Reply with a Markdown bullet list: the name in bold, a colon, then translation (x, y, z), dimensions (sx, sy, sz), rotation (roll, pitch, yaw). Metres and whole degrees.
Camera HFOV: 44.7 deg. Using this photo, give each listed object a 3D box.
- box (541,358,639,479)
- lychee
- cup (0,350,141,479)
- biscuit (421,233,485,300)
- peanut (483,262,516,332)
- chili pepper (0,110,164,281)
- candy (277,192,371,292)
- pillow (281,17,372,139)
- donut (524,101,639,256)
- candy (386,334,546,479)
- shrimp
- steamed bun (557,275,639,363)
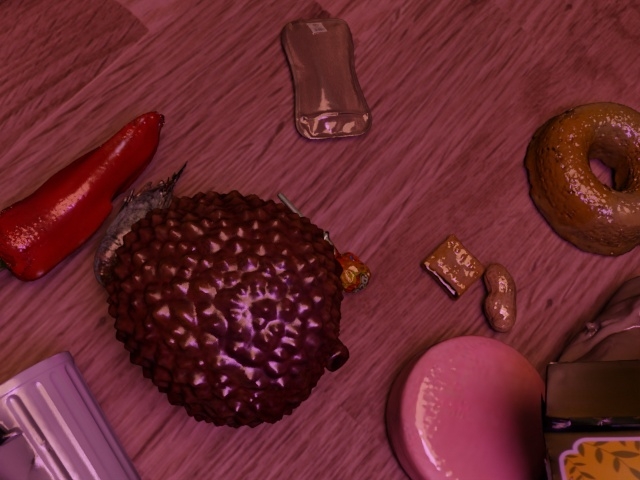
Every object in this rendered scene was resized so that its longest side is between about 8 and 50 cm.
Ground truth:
- **box**: translation (0.485, 0.345, 0.960), dimensions (0.372, 0.138, 0.420), rotation (-6, 114, 20)
- **lychee**: translation (-0.112, 0.084, 1.007), dimensions (0.330, 0.306, 0.306), rotation (24, 69, -11)
- **cup**: translation (-0.350, 0.272, 0.946), dimensions (0.202, 0.167, 0.221), rotation (56, 37, 3)
- **biscuit**: translation (0.213, 0.043, 1.243), dimensions (0.083, 0.018, 0.081), rotation (47, 69, 2)
- **peanut**: translation (0.283, 0.090, 1.229), dimensions (0.053, 0.054, 0.113), rotation (5, 70, -12)
- **chili pepper**: translation (-0.353, -0.047, 1.087), dimensions (0.110, 0.110, 0.387), rotation (43, 67, 2)
- **candy**: translation (0.000, 0.000, 1.195), dimensions (0.060, 0.060, 0.201), rotation (-36, 77, -21)
- **pillow**: translation (0.007, -0.269, 1.280), dimensions (0.130, 0.033, 0.218), rotation (-8, 76, -13)
- **donut**: translation (0.484, -0.117, 1.313), dimensions (0.272, 0.107, 0.272), rotation (4, 70, -12)
- **candy**: translation (0.217, 0.268, 1.134), dimensions (0.255, 0.094, 0.255), rotation (4, 73, -13)
- **shrimp**: translation (-0.250, -0.030, 1.125), dimensions (0.090, 0.079, 0.233), rotation (14, 61, 30)
- **steamed bun**: translation (0.543, 0.230, 1.143), dimensions (0.367, 0.255, 0.342), rotation (-39, 87, -19)
